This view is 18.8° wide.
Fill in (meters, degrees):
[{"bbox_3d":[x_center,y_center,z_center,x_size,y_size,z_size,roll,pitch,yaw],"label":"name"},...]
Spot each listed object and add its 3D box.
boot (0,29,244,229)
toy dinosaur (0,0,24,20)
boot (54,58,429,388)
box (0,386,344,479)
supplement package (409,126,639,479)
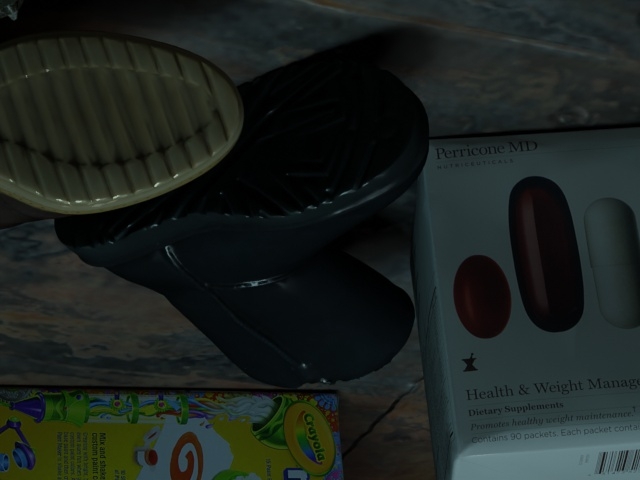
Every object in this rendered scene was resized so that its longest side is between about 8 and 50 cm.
[{"bbox_3d":[-0.160,-0.045,1.015,0.248,0.090,0.207,-9,177,0],"label":"boot"},{"bbox_3d":[-0.177,-0.133,0.835,0.314,0.121,0.160,15,158,-24],"label":"toy dinosaur"},{"bbox_3d":[0.000,0.000,1.112,0.246,0.094,0.207,-16,146,32],"label":"boot"},{"bbox_3d":[-0.125,0.271,1.373,0.279,0.290,0.177,2,150,-11],"label":"box"},{"bbox_3d":[0.159,0.057,1.130,0.194,0.203,0.149,-4,150,-2],"label":"supplement package"}]
